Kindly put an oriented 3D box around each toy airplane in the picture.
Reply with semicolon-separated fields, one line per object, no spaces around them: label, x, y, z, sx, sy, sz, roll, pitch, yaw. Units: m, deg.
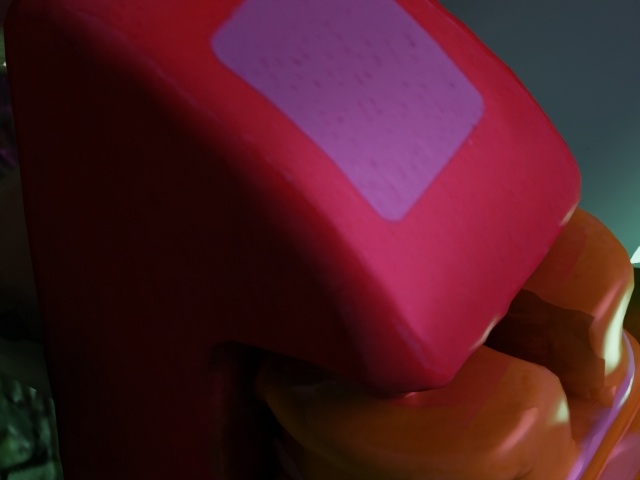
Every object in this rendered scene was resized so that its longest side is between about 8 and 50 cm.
toy airplane;0.065;0.121;0.521;0.384;0.272;0.386;10;84;-50

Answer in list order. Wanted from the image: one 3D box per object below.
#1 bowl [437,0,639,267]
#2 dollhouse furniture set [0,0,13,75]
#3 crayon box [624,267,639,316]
bowl;0.153;-0.161;0.878;0.311;0.163;0.311;28;46;-33
dollhouse furniture set;-0.041;-0.236;0.483;0.198;0.286;0.303;7;66;-65
crayon box;0.220;0.029;1.086;0.318;0.081;0.202;53;33;-37
